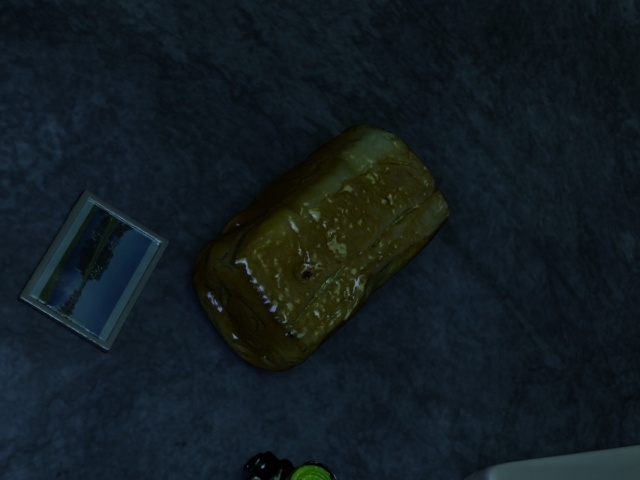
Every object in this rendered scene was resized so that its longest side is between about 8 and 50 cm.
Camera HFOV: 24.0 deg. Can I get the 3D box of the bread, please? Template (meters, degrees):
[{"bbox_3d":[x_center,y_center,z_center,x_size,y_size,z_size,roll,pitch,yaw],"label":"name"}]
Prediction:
[{"bbox_3d":[0.000,0.000,1.647,0.167,0.132,0.294,48,56,-1],"label":"bread"}]

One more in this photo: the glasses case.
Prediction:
[{"bbox_3d":[0.324,0.310,1.705,0.336,0.076,0.144,-2,69,-26],"label":"glasses case"}]

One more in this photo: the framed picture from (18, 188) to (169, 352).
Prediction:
[{"bbox_3d":[-0.238,0.031,1.590,0.109,0.011,0.149,32,59,-10],"label":"framed picture"}]

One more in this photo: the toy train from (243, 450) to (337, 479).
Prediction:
[{"bbox_3d":[0.006,0.353,1.520,0.296,0.100,0.160,48,59,0],"label":"toy train"}]
